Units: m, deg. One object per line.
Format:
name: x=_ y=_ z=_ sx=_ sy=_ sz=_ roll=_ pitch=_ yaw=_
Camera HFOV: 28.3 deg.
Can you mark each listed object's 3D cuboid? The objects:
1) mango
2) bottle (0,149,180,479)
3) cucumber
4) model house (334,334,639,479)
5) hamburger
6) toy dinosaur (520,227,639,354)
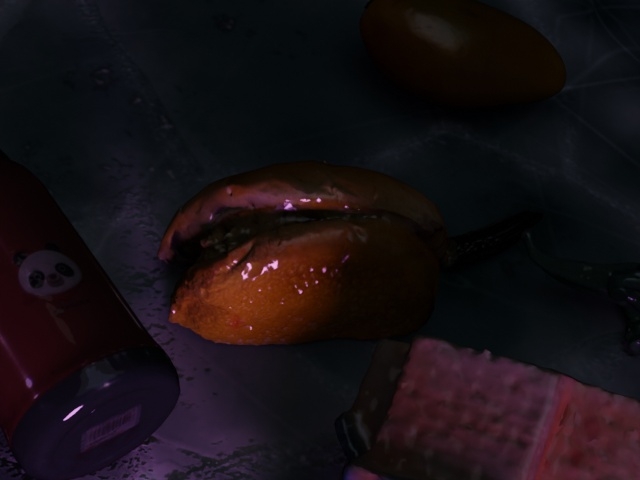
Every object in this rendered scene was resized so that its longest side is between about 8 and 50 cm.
mango: x=0.162 y=-0.207 z=1.419 sx=0.253 sy=0.113 sz=0.138 roll=14 pitch=45 yaw=-18
bottle: x=-0.257 y=0.029 z=1.064 sx=0.144 sy=0.144 sz=0.336 roll=-21 pitch=61 yaw=-31
cucumber: x=0.178 y=-0.001 z=1.311 sx=0.134 sy=0.033 sz=0.034 roll=-17 pitch=98 yaw=-30
model house: x=0.147 y=0.259 z=0.984 sx=0.312 sy=0.245 sz=0.280 roll=15 pitch=70 yaw=20
hamburger: x=0.000 y=0.000 z=1.168 sx=0.283 sy=0.157 sz=0.144 roll=-1 pitch=53 yaw=-17
toy dinosaur: x=0.336 y=0.069 z=1.283 sx=0.292 sy=0.079 sz=0.120 roll=9 pitch=45 yaw=-16
